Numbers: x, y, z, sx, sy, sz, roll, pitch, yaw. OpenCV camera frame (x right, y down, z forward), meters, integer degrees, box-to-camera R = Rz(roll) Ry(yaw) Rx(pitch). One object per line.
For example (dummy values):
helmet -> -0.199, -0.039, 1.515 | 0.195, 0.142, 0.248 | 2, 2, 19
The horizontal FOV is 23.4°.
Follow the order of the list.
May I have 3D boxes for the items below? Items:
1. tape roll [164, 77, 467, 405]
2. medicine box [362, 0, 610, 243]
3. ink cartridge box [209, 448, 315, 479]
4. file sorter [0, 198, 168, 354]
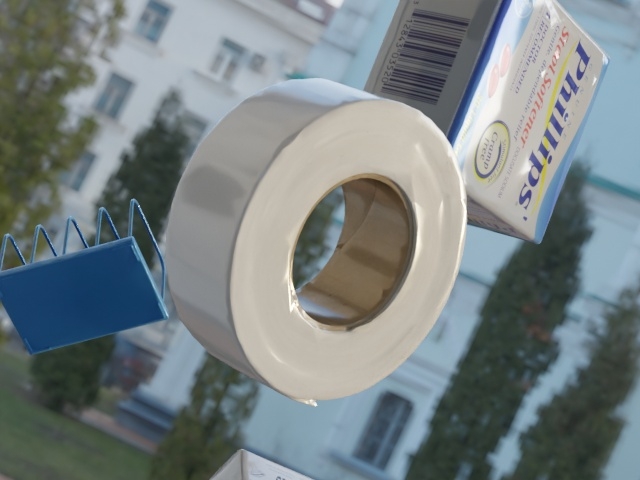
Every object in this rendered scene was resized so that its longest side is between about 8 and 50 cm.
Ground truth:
tape roll -> 0.000, 0.000, 1.409 | 0.100, 0.286, 0.286 | 23, -6, 45
medicine box -> 0.195, -0.170, 1.868 | 0.149, 0.263, 0.289 | 18, -6, 37
ink cartridge box -> -0.012, 0.348, 1.370 | 0.165, 0.065, 0.332 | 29, 30, -26
file sorter -> -0.273, 0.036, 1.778 | 0.170, 0.104, 0.118 | -15, -53, 8
